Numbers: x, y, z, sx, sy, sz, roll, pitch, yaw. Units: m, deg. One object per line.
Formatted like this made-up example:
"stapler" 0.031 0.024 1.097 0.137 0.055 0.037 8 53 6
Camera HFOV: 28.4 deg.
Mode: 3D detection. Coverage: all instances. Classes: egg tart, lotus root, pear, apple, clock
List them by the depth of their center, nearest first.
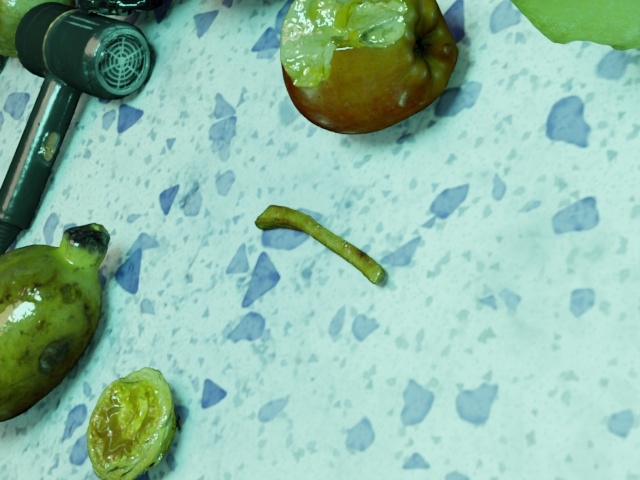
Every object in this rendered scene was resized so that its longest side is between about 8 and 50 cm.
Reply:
"apple" 0.050 -0.181 1.253 0.158 0.147 0.156 16 47 36
"egg tart" -0.193 0.199 1.332 0.130 0.052 0.130 -22 53 33
"lotus root" -0.350 0.103 1.467 0.314 0.141 0.169 -43 48 4
"clock" -0.253 -0.320 1.607 0.198 0.172 0.064 -82 -2 -73
"pear" -0.421 -0.334 1.750 0.167 0.136 0.167 17 120 33

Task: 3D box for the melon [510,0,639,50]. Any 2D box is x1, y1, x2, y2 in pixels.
"melon" 0.265 -0.313 1.089 0.331 0.226 0.344 -1 61 -1

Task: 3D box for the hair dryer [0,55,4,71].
"hair dryer" -0.471 -0.358 1.879 0.279 0.090 0.135 -48 42 3

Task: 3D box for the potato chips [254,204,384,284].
"potato chips" 0.000 0.000 1.283 0.204 0.026 0.037 26 90 46

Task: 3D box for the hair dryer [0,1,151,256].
"hair dryer" -0.347 -0.128 1.636 0.189 0.107 0.352 21 91 45
